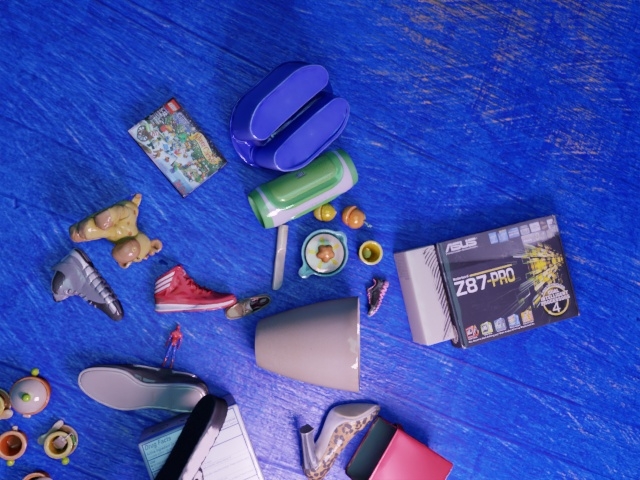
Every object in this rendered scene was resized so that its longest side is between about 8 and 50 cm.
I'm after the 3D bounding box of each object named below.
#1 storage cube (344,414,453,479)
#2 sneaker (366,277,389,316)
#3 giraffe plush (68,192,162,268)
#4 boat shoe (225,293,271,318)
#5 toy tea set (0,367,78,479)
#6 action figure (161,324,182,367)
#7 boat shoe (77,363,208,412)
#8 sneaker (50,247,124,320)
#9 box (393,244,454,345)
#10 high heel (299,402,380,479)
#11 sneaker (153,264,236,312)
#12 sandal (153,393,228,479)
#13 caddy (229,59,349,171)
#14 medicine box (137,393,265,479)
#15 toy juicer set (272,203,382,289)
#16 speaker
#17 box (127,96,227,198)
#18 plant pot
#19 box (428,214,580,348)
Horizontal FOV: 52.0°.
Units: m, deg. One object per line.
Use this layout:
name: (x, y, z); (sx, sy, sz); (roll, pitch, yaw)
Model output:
storage cube: (0.211, 0.629, 1.808); (0.193, 0.183, 0.215); (33, 80, -9)
sneaker: (0.153, 0.161, 1.899); (0.057, 0.047, 0.119); (25, 75, -2)
giraffe plush: (-0.523, -0.010, 1.727); (0.210, 0.181, 0.170); (-39, 107, -45)
boat shoe: (-0.200, 0.181, 1.820); (0.135, 0.045, 0.050); (-24, 91, -12)
toy tea set: (-0.734, 0.495, 1.651); (0.200, 0.124, 0.336); (-28, 92, -12)
action figure: (-0.402, 0.286, 1.782); (0.038, 0.030, 0.115); (18, 83, -14)
boat shoe: (-0.465, 0.388, 1.742); (0.335, 0.095, 0.112); (11, 99, -6)
sneaker: (-0.626, 0.143, 1.725); (0.132, 0.086, 0.229); (-36, 84, -7)
box: (0.297, 0.155, 1.892); (0.094, 0.113, 0.275); (-13, 91, -13)
high heel: (0.061, 0.568, 1.850); (0.261, 0.093, 0.186); (-15, 112, -24)
sneaker: (-0.342, 0.126, 1.776); (0.221, 0.087, 0.128); (-4, 89, -13)
sandal: (-0.326, 0.591, 1.566); (0.107, 0.167, 0.446); (33, 81, -25)
caddy: (-0.089, -0.343, 1.814); (0.341, 0.179, 0.241); (-43, 119, -11)
medicine box: (-0.300, 0.596, 1.722); (0.263, 0.149, 0.289); (-20, 90, -12)
toy juicer set: (0.000, 0.000, 1.851); (0.329, 0.089, 0.209); (-15, 90, -12)
speaker: (-0.048, -0.145, 1.832); (0.296, 0.131, 0.131); (-28, 92, -12)
box: (-0.392, -0.255, 1.809); (0.159, 0.044, 0.233); (-41, 95, -11)
plant pot: (-0.032, 0.279, 1.768); (0.274, 0.256, 0.256); (-1, 87, 5)
box: (0.545, 0.119, 1.952); (0.395, 0.097, 0.318); (-13, 86, -12)
